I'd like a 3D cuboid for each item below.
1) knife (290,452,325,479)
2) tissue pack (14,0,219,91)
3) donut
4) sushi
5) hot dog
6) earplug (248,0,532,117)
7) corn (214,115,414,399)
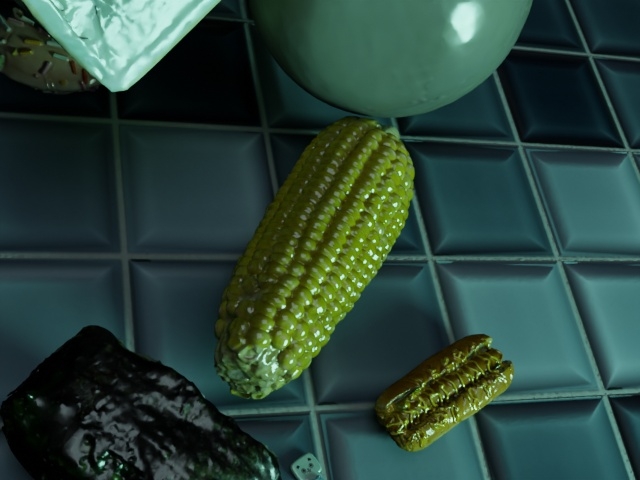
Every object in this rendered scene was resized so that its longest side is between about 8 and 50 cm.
[{"bbox_3d":[0.009,0.234,0.822,0.027,0.010,0.096,-29,73,-32],"label":"knife"},{"bbox_3d":[-0.205,-0.373,0.853,0.332,0.205,0.405,-45,47,-3],"label":"tissue pack"},{"bbox_3d":[-0.261,-0.212,0.974,0.117,0.065,0.166,38,55,7],"label":"donut"},{"bbox_3d":[-0.146,0.176,0.730,0.225,0.124,0.127,38,51,3],"label":"sushi"},{"bbox_3d":[0.121,0.148,0.898,0.165,0.045,0.071,-26,73,-33],"label":"hot dog"},{"bbox_3d":[0.081,-0.315,0.990,0.313,0.312,0.394,19,47,-9],"label":"earplug"},{"bbox_3d":[0.000,0.000,0.896,0.130,0.130,0.347,31,52,1],"label":"corn"}]
